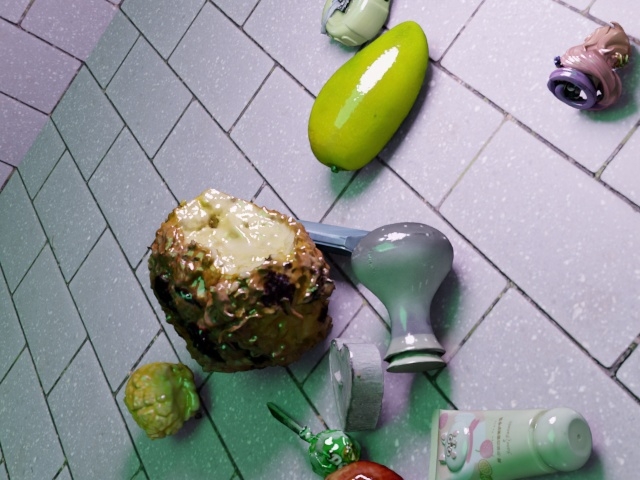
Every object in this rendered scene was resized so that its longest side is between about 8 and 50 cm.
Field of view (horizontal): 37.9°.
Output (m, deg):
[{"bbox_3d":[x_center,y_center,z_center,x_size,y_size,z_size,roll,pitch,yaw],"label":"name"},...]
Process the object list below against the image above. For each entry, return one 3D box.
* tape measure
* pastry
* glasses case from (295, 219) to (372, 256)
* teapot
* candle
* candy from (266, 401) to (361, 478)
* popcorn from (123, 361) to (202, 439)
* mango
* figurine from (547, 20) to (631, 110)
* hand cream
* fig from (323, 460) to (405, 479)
[{"bbox_3d":[0.078,-0.526,2.085,0.200,0.106,0.175,-52,38,16],"label":"tape measure"},{"bbox_3d":[-0.164,0.103,1.850,0.405,0.292,0.338,25,133,29],"label":"pastry"},{"bbox_3d":[0.000,0.000,1.910,0.266,0.105,0.056,10,103,50],"label":"glasses case"},{"bbox_3d":[0.152,0.102,1.632,0.183,0.183,0.251,-20,68,40],"label":"teapot"},{"bbox_3d":[0.063,0.257,1.662,0.192,0.068,0.169,-169,76,-79],"label":"candle"},{"bbox_3d":[-0.030,0.363,1.755,0.323,0.097,0.097,20,85,59],"label":"candy"},{"bbox_3d":[-0.343,0.346,2.043,0.180,0.170,0.180,-50,27,36],"label":"popcorn"},{"bbox_3d":[0.100,-0.298,1.904,0.343,0.156,0.192,-53,49,7],"label":"mango"},{"bbox_3d":[0.460,-0.292,1.546,0.126,0.114,0.157,38,95,15],"label":"figurine"},{"bbox_3d":[0.278,0.318,1.445,0.305,0.093,0.147,-23,54,49],"label":"hand cream"},{"bbox_3d":[0.073,0.469,1.512,0.205,0.205,0.205,-24,53,37],"label":"fig"}]
